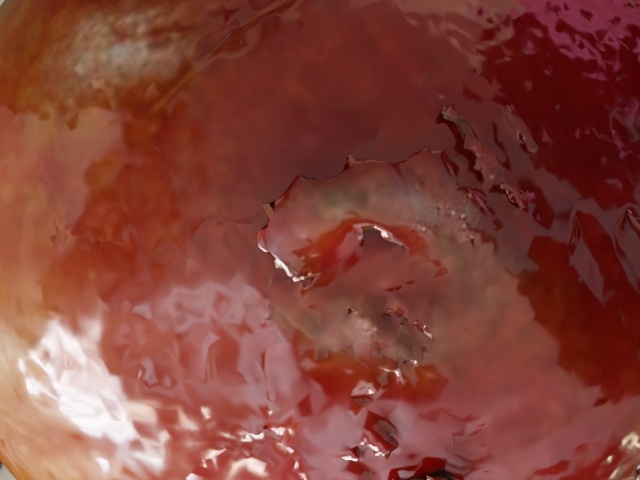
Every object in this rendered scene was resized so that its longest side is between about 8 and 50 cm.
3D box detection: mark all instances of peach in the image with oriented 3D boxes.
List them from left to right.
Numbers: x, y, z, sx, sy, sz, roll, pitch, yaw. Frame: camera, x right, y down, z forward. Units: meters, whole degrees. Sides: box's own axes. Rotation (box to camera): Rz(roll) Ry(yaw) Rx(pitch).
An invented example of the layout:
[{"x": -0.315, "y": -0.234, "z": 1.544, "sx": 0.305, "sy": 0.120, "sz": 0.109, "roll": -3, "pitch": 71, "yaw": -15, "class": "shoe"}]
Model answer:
[{"x": 0.000, "y": 0.000, "z": 0.564, "sx": 0.370, "sy": 0.370, "sz": 0.370, "roll": -5, "pitch": -76, "yaw": -19, "class": "peach"}]
